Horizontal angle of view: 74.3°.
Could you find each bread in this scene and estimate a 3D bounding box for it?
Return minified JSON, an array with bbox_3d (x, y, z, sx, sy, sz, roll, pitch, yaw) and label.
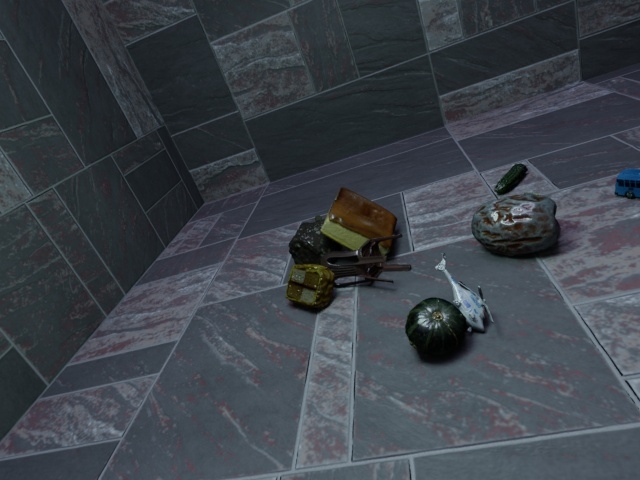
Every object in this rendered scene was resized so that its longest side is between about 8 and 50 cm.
[{"bbox_3d":[0.189,-0.078,1.982,0.143,0.332,0.324,-59,5,33],"label":"bread"},{"bbox_3d":[-0.047,0.190,1.802,0.096,0.182,0.222,15,-7,-43],"label":"bread"}]

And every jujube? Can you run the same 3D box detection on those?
[{"bbox_3d":[0.738,-0.067,1.616,0.307,0.216,0.247,-9,31,36],"label":"jujube"}]

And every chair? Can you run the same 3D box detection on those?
[{"bbox_3d":[0.187,0.095,1.795,0.326,0.176,0.183,-4,23,37],"label":"chair"}]

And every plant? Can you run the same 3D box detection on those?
[{"bbox_3d":[0.000,0.000,2.089,0.213,0.215,0.312,-2,29,38],"label":"plant"}]

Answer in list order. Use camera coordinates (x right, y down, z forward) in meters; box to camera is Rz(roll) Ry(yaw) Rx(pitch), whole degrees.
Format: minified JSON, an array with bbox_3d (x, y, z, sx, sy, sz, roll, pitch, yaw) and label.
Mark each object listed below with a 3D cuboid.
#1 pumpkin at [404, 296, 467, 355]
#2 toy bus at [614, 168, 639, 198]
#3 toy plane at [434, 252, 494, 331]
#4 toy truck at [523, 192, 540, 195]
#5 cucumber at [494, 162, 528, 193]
[{"bbox_3d":[0.359,0.270,1.327,0.190,0.146,0.190,5,40,-4],"label":"pumpkin"},{"bbox_3d":[1.254,-0.220,1.634,0.090,0.106,0.184,-34,27,-19],"label":"toy bus"},{"bbox_3d":[0.455,0.170,1.384,0.107,0.273,0.182,-31,-11,-1],"label":"toy plane"},{"bbox_3d":[0.909,-0.142,1.801,0.100,0.077,0.169,10,35,28],"label":"toy truck"},{"bbox_3d":[0.949,-0.306,2.104,0.077,0.077,0.265,7,40,47],"label":"cucumber"}]
